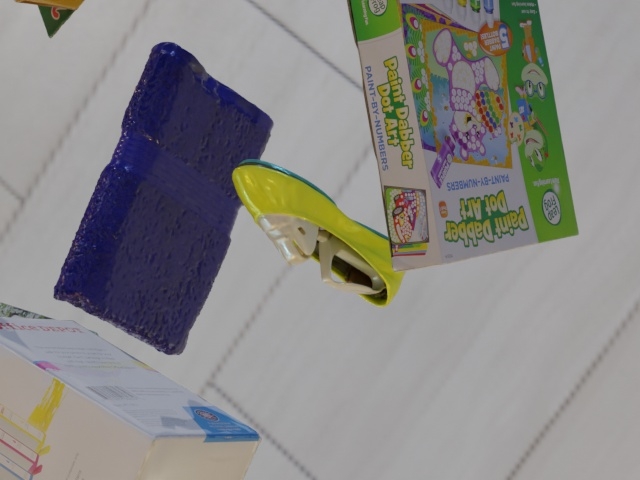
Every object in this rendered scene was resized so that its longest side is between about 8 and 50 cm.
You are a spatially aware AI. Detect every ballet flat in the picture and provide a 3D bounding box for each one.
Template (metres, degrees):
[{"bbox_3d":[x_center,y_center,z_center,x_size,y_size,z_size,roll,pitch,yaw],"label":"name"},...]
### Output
[{"bbox_3d":[0.000,0.000,1.747,0.077,0.231,0.077,-16,52,45],"label":"ballet flat"}]

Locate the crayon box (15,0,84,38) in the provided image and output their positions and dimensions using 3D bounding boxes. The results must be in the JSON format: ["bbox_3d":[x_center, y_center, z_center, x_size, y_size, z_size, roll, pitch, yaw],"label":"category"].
[{"bbox_3d":[-0.237,-0.365,1.660,0.318,0.081,0.202,-42,59,39],"label":"crayon box"}]

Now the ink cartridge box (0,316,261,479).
[{"bbox_3d":[-0.121,0.098,0.815,0.143,0.092,0.090,27,99,29],"label":"ink cartridge box"}]

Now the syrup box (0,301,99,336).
[{"bbox_3d":[-0.333,0.115,1.661,0.236,0.096,0.093,16,58,10],"label":"syrup box"}]

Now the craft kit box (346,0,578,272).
[{"bbox_3d":[0.128,-0.108,1.507,0.061,0.250,0.247,-7,93,36],"label":"craft kit box"}]

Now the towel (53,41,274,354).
[{"bbox_3d":[-0.177,-0.044,1.924,0.076,0.227,0.308,13,76,34],"label":"towel"}]
